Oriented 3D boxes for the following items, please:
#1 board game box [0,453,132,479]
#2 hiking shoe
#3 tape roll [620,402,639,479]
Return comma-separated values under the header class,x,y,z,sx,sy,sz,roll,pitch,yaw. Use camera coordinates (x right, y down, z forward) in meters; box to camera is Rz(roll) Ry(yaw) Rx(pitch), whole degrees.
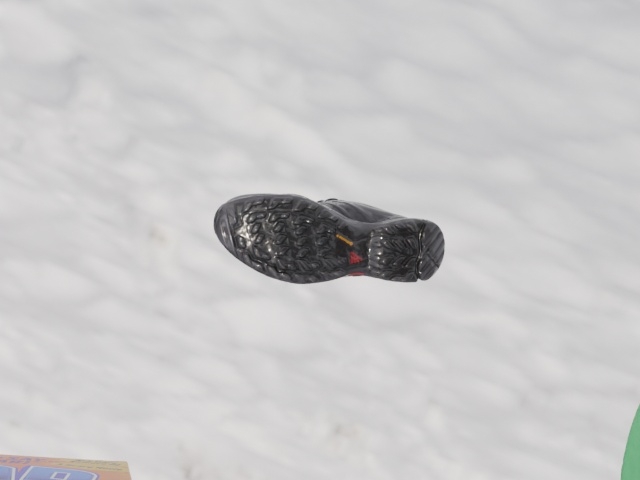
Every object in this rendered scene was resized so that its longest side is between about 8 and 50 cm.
class,x,y,z,sx,sy,sz,roll,pitch,yaw
board game box,-0.384,0.428,1.971,0.356,0.356,0.356,5,-176,-9
hiking shoe,0.000,0.000,1.823,0.227,0.086,0.114,10,-178,-16
tape roll,0.364,0.218,1.456,0.077,0.321,0.321,1,-178,-31
